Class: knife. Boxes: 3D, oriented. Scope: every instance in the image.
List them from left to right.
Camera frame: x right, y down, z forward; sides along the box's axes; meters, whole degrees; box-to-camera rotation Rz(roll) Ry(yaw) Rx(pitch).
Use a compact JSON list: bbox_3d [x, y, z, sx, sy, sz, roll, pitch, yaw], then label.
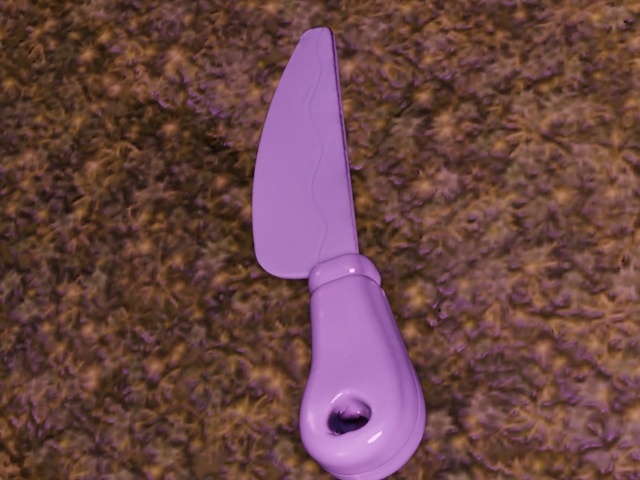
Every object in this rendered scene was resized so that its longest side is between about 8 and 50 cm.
[{"bbox_3d":[-0.002,0.001,1.148,0.080,0.044,0.331,-25,49,16],"label":"knife"}]
